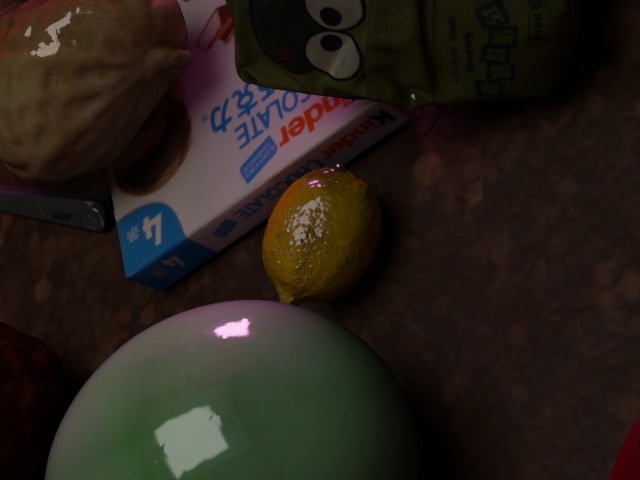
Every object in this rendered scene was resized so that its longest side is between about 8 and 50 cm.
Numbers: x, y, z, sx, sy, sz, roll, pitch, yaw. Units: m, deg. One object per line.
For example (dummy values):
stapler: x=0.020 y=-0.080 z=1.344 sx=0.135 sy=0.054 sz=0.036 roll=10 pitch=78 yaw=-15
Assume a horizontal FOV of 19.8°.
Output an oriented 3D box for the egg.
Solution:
egg: x=-0.063 y=0.154 z=1.209 sx=0.270 sy=0.220 sz=0.220 roll=-21 pitch=59 yaw=32

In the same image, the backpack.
backpack: x=0.056 y=-0.182 z=1.248 sx=0.253 sy=0.207 sz=0.140 roll=9 pitch=54 yaw=10

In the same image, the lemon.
lemon: x=0.000 y=0.000 z=1.321 sx=0.082 sy=0.082 sz=0.110 roll=24 pitch=88 yaw=45

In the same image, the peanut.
peanut: x=-0.228 y=-0.121 z=1.469 sx=0.291 sy=0.143 sz=0.159 roll=-8 pitch=57 yaw=44

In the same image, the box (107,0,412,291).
box: x=-0.069 y=-0.135 z=1.462 sx=0.273 sy=0.048 sz=0.265 roll=-34 pitch=52 yaw=26

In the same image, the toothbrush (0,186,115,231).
toothbrush: x=-0.284 y=-0.036 z=1.627 sx=0.297 sy=0.030 sz=0.030 roll=8 pitch=103 yaw=42

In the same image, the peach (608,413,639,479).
peach: x=0.260 y=0.212 z=0.920 sx=0.258 sy=0.201 sz=0.361 roll=1 pitch=85 yaw=2

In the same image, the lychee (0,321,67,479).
lychee: x=-0.350 y=0.155 z=1.447 sx=0.255 sy=0.300 sz=0.255 roll=176 pitch=90 yaw=-78
